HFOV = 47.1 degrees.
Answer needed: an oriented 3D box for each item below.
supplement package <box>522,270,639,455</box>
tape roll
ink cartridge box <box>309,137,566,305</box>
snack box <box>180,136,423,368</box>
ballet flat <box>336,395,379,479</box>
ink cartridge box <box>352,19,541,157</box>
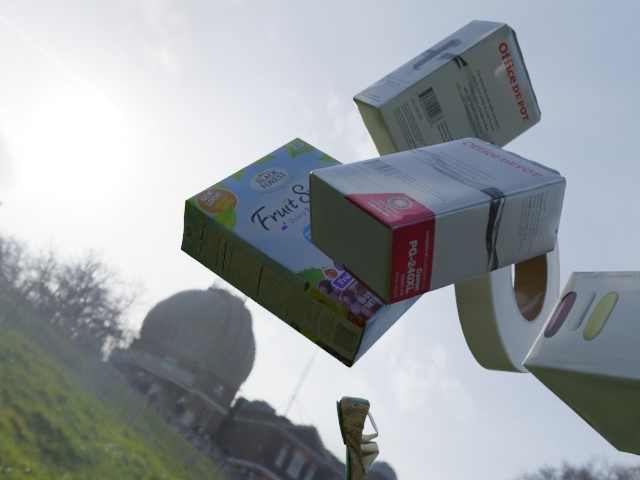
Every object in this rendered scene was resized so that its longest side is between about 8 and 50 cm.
[{"bbox_3d":[0.403,0.148,0.811,0.204,0.145,0.262,41,-20,-19],"label":"supplement package"},{"bbox_3d":[0.357,0.050,1.366,0.072,0.392,0.392,-2,-40,35],"label":"tape roll"},{"bbox_3d":[0.083,-0.021,0.533,0.109,0.150,0.063,39,-44,52],"label":"ink cartridge box"},{"bbox_3d":[0.000,0.000,0.706,0.207,0.174,0.070,31,-48,20],"label":"snack box"},{"bbox_3d":[0.070,0.359,1.296,0.067,0.073,0.206,-6,-56,3],"label":"ballet flat"},{"bbox_3d":[0.224,-0.229,1.279,0.197,0.273,0.114,61,-9,-30],"label":"ink cartridge box"}]
